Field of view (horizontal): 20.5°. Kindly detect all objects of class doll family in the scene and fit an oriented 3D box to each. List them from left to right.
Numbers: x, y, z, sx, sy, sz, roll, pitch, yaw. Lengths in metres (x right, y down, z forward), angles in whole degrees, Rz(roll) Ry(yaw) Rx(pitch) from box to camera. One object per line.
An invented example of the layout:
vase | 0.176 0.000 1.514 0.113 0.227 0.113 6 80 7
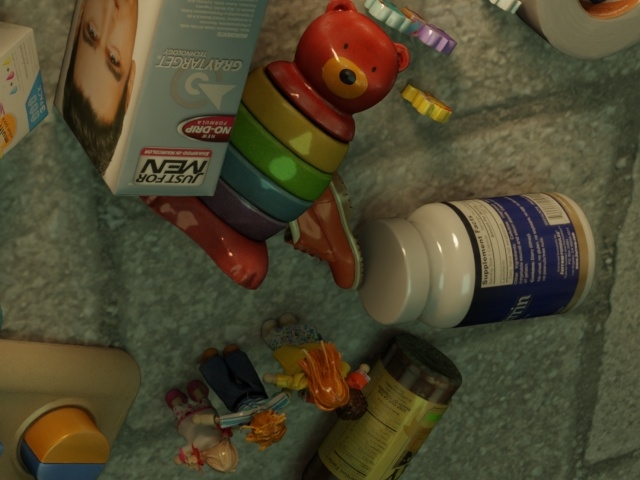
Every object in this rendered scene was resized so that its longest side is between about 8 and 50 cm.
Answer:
doll family | -0.060 0.174 2.074 0.263 0.163 0.118 -22 132 -16

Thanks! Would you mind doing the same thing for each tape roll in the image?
tape roll | 0.318 -0.316 2.001 0.219 0.072 0.219 -16 129 -21

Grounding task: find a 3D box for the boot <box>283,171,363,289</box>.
boot | 0.000 0.000 2.059 0.085 0.059 0.158 -23 124 -11

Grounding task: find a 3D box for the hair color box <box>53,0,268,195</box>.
hair color box | -0.140 -0.247 1.693 0.114 0.185 0.374 -1 123 -30

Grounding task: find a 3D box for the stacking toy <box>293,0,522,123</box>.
stacking toy | 0.100 -0.234 1.943 0.221 0.052 0.167 19 111 -39

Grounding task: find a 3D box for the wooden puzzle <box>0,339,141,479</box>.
wooden puzzle | -0.374 0.280 1.972 0.322 0.080 0.347 8 111 -42

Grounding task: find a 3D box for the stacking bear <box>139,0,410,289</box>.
stacking bear | -0.035 -0.119 1.862 0.175 0.164 0.289 41 103 -8

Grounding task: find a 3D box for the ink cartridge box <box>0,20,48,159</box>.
ink cartridge box | -0.340 -0.120 1.688 0.181 0.062 0.104 -52 148 -42

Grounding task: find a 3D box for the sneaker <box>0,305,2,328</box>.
sneaker | -0.416 0.005 1.700 0.127 0.208 0.319 -42 133 4

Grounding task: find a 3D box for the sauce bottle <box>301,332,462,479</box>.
sauce bottle | 0.049 0.281 2.263 0.111 0.111 0.344 17 114 -39

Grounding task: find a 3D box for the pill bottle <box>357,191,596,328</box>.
pill bottle | 0.184 0.025 2.120 0.265 0.153 0.153 -5 125 -27
